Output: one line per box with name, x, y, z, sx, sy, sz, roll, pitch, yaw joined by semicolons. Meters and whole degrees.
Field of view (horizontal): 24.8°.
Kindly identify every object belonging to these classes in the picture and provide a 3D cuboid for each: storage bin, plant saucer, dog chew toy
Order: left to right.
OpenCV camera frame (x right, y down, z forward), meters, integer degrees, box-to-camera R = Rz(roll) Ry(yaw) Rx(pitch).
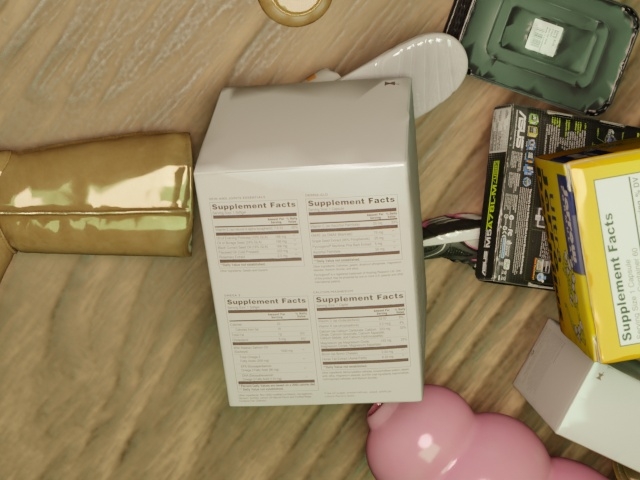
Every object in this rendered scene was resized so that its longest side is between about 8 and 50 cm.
plant saucer;-0.026;-0.265;1.524;0.083;0.015;0.083;-2;103;-8
dog chew toy;0.187;0.284;1.587;0.332;0.206;0.206;42;94;-6
storage bin;0.229;-0.215;1.536;0.180;0.084;0.122;17;100;-12

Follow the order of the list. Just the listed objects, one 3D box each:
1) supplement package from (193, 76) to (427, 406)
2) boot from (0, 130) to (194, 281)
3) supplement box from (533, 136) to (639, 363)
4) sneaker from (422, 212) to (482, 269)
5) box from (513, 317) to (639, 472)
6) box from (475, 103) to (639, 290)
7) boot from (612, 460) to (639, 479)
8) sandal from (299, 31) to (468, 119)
supplement package;0.000;0.000;1.442;0.198;0.199;0.262;-3;119;7
boot;-0.266;0.006;1.514;0.270;0.089;0.236;-1;103;-9
supplement box;0.409;-0.017;1.420;0.357;0.195;0.194;-10;95;0
sneaker;0.184;0.012;1.587;0.178;0.072;0.077;-7;105;-6
box;0.305;0.169;1.586;0.130;0.170;0.091;26;98;-12
box;0.263;-0.039;1.551;0.184;0.045;0.190;7;87;-25
boot;0.382;0.311;1.670;0.073;0.197;0.152;-10;142;10
sandal;0.034;-0.141;1.525;0.265;0.076;0.102;-27;116;14
